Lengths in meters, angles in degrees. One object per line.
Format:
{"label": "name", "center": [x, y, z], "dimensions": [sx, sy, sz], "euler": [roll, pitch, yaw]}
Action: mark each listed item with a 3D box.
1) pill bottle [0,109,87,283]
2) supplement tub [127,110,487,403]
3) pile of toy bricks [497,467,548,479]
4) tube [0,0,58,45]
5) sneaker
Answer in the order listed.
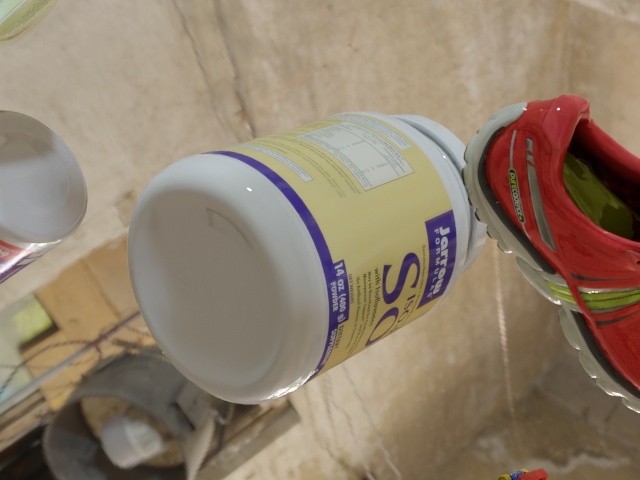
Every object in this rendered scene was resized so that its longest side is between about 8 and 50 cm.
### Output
{"label": "pill bottle", "center": [-0.277, -0.009, 0.722], "dimensions": [0.193, 0.108, 0.108], "euler": [-29, -84, 33]}
{"label": "supplement tub", "center": [0.000, 0.000, 0.965], "dimensions": [0.241, 0.331, 0.241], "euler": [17, -63, 37]}
{"label": "pile of toy bricks", "center": [0.148, 0.312, 0.875], "dimensions": [0.105, 0.118, 0.212], "euler": [56, -44, 34]}
{"label": "tube", "center": [-0.223, -0.171, 0.677], "dimensions": [0.240, 0.062, 0.070], "euler": [21, -73, 62]}
{"label": "sneaker", "center": [0.209, 0.020, 0.614], "dimensions": [0.279, 0.107, 0.118], "euler": [44, -26, -11]}
